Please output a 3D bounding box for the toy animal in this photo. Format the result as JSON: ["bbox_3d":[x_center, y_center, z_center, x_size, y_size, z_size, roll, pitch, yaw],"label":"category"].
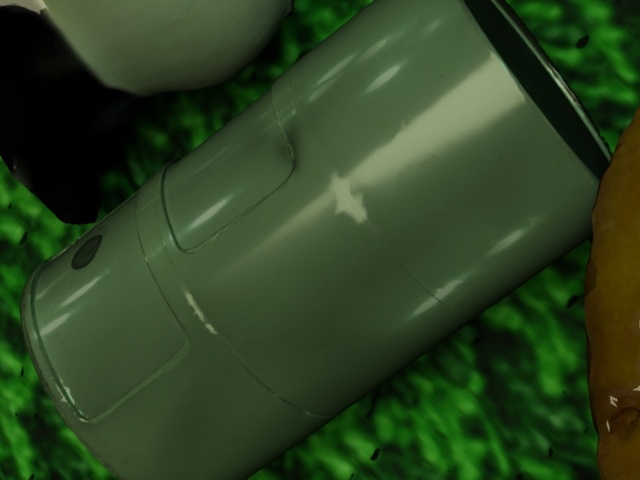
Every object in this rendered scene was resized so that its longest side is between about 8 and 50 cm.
[{"bbox_3d":[-0.090,-0.110,0.608,0.179,0.166,0.138,-32,45,21],"label":"toy animal"}]

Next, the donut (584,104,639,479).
[{"bbox_3d":[0.222,0.042,0.469,0.278,0.108,0.277,-5,75,19],"label":"donut"}]

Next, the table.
[{"bbox_3d":[0.000,0.000,0.571,0.220,0.126,0.126,-36,77,18],"label":"table"}]
